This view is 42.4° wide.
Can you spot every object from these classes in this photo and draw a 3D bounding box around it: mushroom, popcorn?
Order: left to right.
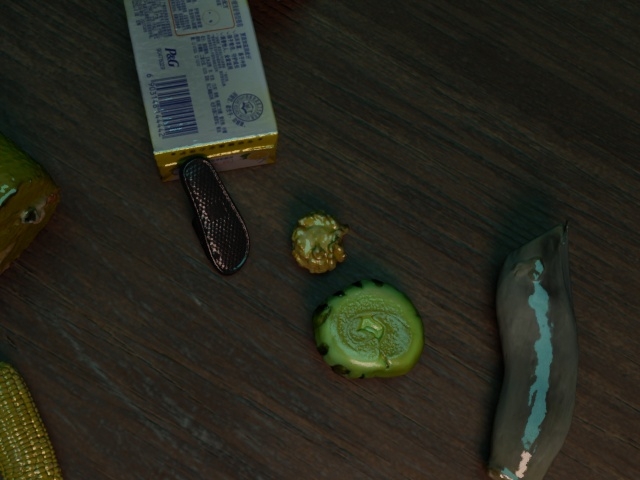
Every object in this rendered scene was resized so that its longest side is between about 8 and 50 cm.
[{"bbox_3d":[0.000,0.000,1.072,0.083,0.057,0.082,-25,70,-11],"label":"popcorn"},{"bbox_3d":[0.271,0.146,1.042,0.109,0.097,0.352,9,74,-4],"label":"mushroom"}]

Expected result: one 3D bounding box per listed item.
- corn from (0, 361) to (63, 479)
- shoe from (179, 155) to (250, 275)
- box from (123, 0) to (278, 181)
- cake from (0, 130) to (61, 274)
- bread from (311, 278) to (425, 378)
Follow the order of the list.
[{"bbox_3d":[-0.346,0.231,0.946,0.067,0.067,0.206,-24,77,-14],"label":"corn"},{"bbox_3d":[-0.140,-0.034,1.063,0.062,0.053,0.159,-28,110,-23],"label":"shoe"},{"bbox_3d":[-0.161,-0.224,1.101,0.168,0.097,0.265,-12,75,-11],"label":"box"},{"bbox_3d":[-0.433,-0.009,0.955,0.156,0.179,0.260,40,75,7],"label":"cake"},{"bbox_3d":[0.059,0.115,1.034,0.139,0.071,0.130,-19,79,-15],"label":"bread"}]
